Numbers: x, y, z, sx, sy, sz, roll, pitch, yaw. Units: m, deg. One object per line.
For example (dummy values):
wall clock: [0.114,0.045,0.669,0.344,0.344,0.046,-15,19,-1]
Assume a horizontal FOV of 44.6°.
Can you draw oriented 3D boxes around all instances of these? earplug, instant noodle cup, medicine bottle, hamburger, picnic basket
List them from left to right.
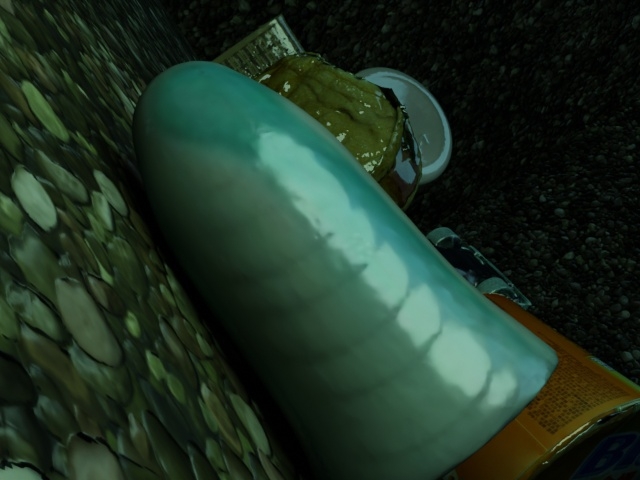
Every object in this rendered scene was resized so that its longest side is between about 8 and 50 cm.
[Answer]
picnic basket: [-0.108,-0.268,1.439,0.175,0.228,0.313,55,3,-10]
earplug: [-0.013,0.011,0.545,0.324,0.185,0.185,51,1,8]
hamburger: [-0.006,-0.117,1.067,0.285,0.266,0.134,61,1,33]
medicine bottle: [0.047,-0.122,1.336,0.208,0.208,0.340,57,-36,5]
instant noodle cup: [0.183,0.198,0.783,0.214,0.296,0.296,49,-5,44]

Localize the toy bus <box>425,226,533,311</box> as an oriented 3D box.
toy bus: [0.080,0.070,0.871,0.271,0.164,0.133,13,26,-37]
